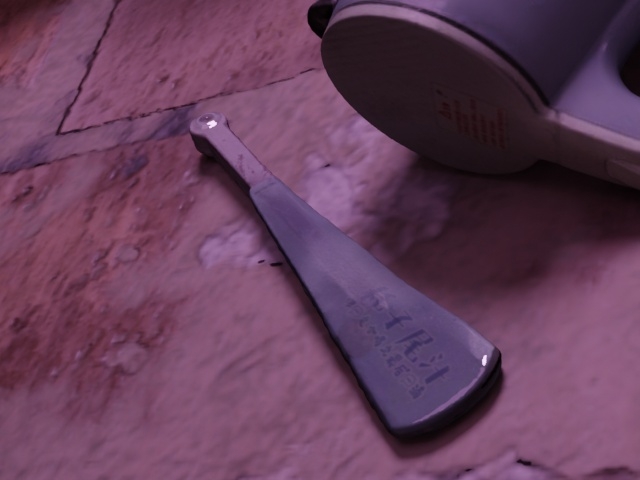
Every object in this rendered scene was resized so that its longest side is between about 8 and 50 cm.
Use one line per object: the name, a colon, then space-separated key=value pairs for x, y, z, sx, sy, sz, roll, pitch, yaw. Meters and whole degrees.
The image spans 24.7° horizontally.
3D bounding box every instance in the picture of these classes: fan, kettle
fan: x=0.000 y=0.000 z=0.699 sx=0.057 sy=0.023 sz=0.282 roll=-37 pitch=40 yaw=-2
kettle: x=0.129 y=-0.145 z=0.687 sx=0.211 sy=0.160 sz=0.243 roll=23 pitch=69 yaw=15
